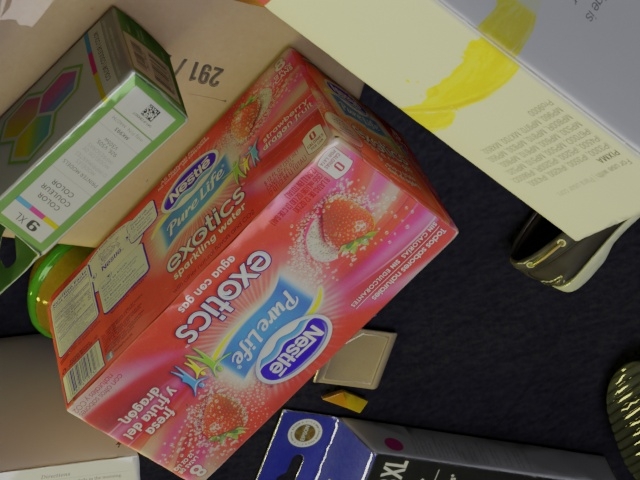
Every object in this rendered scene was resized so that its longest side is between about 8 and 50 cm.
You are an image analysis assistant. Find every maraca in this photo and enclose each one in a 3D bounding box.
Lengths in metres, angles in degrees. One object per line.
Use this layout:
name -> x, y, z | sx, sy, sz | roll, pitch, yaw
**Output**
maraca -> -0.178, 0.024, 1.598 | 0.185, 0.099, 0.127 | -27, 142, -25

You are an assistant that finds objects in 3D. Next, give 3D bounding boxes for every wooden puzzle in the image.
wooden puzzle -> 0.033, 0.114, 1.756 | 0.078, 0.014, 0.116 | 13, 116, -27

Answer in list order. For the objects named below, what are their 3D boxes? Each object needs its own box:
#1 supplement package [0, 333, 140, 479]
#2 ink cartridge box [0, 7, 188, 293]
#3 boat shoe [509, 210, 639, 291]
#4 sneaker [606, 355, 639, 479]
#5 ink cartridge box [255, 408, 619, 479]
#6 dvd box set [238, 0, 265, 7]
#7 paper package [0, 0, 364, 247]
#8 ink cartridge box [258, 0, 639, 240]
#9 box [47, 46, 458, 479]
supplement package -> -0.301, 0.201, 1.603 | 0.262, 0.204, 0.145 | -5, 122, -12
ink cartridge box -> -0.197, -0.063, 1.331 | 0.209, 0.109, 0.062 | -42, 122, 13
boat shoe -> 0.262, -0.050, 1.676 | 0.068, 0.081, 0.228 | 20, 116, -29
sneaker -> 0.429, 0.228, 1.883 | 0.330, 0.146, 0.122 | 47, 128, -10
ink cartridge box -> 0.111, 0.282, 1.851 | 0.371, 0.069, 0.176 | 12, 117, -18
dvd box set -> -0.009, -0.317, 1.344 | 0.420, 0.062, 0.308 | 10, 73, -21
paper package -> -0.134, -0.151, 1.460 | 0.325, 0.168, 0.309 | 8, 118, -20
ink cartridge box -> 0.131, -0.225, 1.257 | 0.384, 0.160, 0.279 | 36, 66, -11
box -> -0.061, 0.022, 1.399 | 0.142, 0.154, 0.300 | 36, 107, -32
